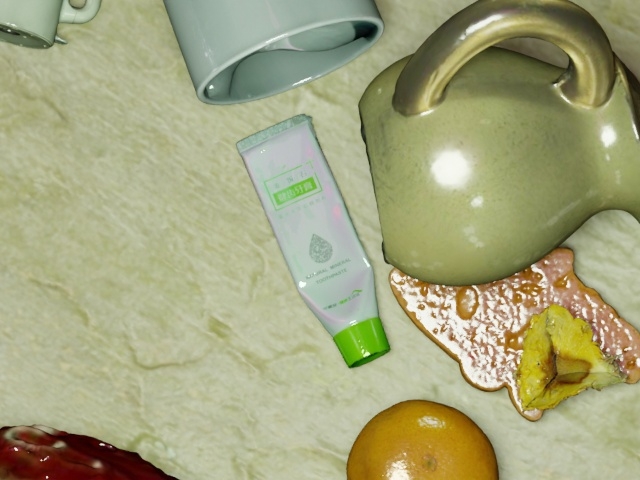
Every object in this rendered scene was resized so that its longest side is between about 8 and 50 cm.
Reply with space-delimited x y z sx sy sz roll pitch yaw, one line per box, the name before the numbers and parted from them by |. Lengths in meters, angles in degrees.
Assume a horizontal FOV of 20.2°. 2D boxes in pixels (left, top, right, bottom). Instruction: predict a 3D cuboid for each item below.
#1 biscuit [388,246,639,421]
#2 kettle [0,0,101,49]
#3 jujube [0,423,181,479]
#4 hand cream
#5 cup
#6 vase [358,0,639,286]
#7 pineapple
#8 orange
biscuit | 0.202 0.086 1.860 0.280 0.043 0.183 18 82 8
kettle | -0.305 -0.287 1.931 0.127 0.098 0.148 13 82 13
jujube | -0.221 0.339 1.787 0.377 0.258 0.258 34 88 4
hand cream | 0.000 0.000 1.896 0.079 0.050 0.275 -18 76 -23
cup | -0.081 -0.318 1.855 0.205 0.205 0.312 -21 81 3
vase | 0.191 -0.111 1.738 0.302 0.329 0.241 -9 50 2
pineapple | 0.259 0.125 1.805 0.114 0.077 0.114 8 89 -9
orange | 0.102 0.240 1.815 0.156 0.124 0.156 2 71 -6
